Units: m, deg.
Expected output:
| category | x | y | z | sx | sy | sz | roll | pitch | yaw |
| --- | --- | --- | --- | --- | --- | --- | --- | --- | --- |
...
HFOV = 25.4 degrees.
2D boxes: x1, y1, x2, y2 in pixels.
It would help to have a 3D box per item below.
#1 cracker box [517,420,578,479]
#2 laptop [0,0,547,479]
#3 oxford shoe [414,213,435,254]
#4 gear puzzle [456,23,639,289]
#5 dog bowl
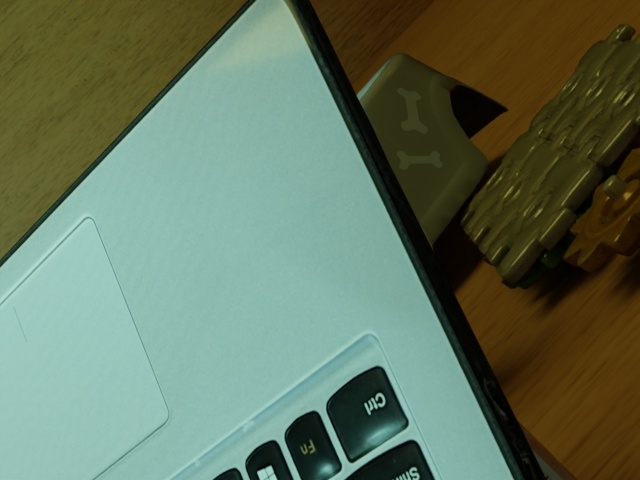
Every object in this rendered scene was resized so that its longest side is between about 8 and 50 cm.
| category | x | y | z | sx | sy | sz | roll | pitch | yaw |
| --- | --- | --- | --- | --- | --- | --- | --- | --- | --- |
| cracker box | -0.015 | 0.097 | 0.586 | 0.067 | 0.156 | 0.232 | -50 | 9 | -31 |
| laptop | -0.119 | 0.193 | 0.388 | 0.236 | 0.408 | 0.382 | -3 | -29 | -47 |
| oxford shoe | -0.076 | 0.110 | 0.837 | 0.130 | 0.169 | 0.449 | -49 | 0 | -44 |
| gear puzzle | 0.162 | -0.043 | 0.813 | 0.175 | 0.044 | 0.339 | -52 | 6 | 6 |
| dog bowl | 0.000 | 0.000 | 1.109 | 0.349 | 0.102 | 0.349 | -49 | 4 | 5 |
